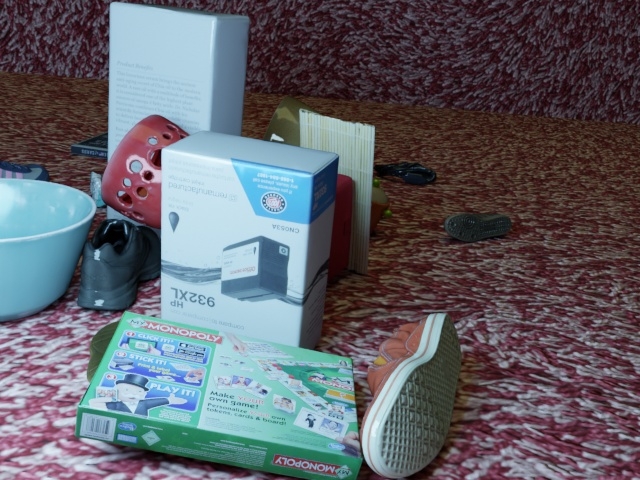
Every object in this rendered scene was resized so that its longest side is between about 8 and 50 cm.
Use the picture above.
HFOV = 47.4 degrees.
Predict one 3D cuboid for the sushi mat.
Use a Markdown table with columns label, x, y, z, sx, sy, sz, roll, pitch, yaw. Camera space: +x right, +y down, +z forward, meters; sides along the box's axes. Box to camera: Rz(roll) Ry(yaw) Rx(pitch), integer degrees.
| label | x | y | z | sx | sy | sz | roll | pitch | yaw |
| --- | --- | --- | --- | --- | --- | --- | --- | --- | --- |
| sushi mat | 0.026 | -0.084 | 1.365 | 0.151 | 0.316 | 0.019 | 15 | 34 | 21 |

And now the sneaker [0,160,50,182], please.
| label | x | y | z | sx | sy | sz | roll | pitch | yaw |
| --- | --- | --- | --- | --- | --- | --- | --- | --- | --- |
| sneaker | -0.715 | -0.148 | 1.595 | 0.112 | 0.131 | 0.319 | 12 | 21 | 17 |

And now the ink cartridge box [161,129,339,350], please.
| label | x | y | z | sx | sy | sz | roll | pitch | yaw |
| --- | --- | --- | --- | --- | --- | --- | --- | --- | --- |
| ink cartridge box | -0.107 | 0.016 | 1.062 | 0.223 | 0.307 | 0.129 | 11 | 23 | 14 |

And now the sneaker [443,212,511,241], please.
| label | x | y | z | sx | sy | sz | roll | pitch | yaw |
| --- | --- | --- | --- | --- | --- | --- | --- | --- | --- |
| sneaker | 0.352 | -0.032 | 1.693 | 0.188 | 0.066 | 0.071 | 1 | 3 | -28 |

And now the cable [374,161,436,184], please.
| label | x | y | z | sx | sy | sz | roll | pitch | yaw |
| --- | --- | --- | --- | --- | --- | --- | --- | --- | --- |
| cable | 0.250 | -0.208 | 2.139 | 0.184 | 0.047 | 0.150 | 8 | 20 | 8 |

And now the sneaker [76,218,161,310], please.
| label | x | y | z | sx | sy | sz | roll | pitch | yaw |
| --- | --- | --- | --- | --- | --- | --- | --- | --- | --- |
| sneaker | -0.337 | 0.015 | 1.261 | 0.109 | 0.130 | 0.286 | 3 | 19 | -1 |

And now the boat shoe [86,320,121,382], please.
| label | x | y | z | sx | sy | sz | roll | pitch | yaw |
| --- | --- | --- | --- | --- | --- | --- | --- | --- | --- |
| boat shoe | -0.284 | 0.163 | 0.992 | 0.056 | 0.049 | 0.152 | -13 | 25 | 2 |

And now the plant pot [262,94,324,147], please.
| label | x | y | z | sx | sy | sz | roll | pitch | yaw |
| --- | --- | --- | --- | --- | --- | --- | --- | --- | --- |
| plant pot | -0.009 | -0.217 | 1.893 | 0.254 | 0.237 | 0.237 | 24 | 22 | 4 |

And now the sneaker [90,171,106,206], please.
| label | x | y | z | sx | sy | sz | roll | pitch | yaw |
| --- | --- | --- | --- | --- | --- | --- | --- | --- | --- |
| sneaker | -0.490 | -0.121 | 1.688 | 0.076 | 0.065 | 0.166 | 2 | 22 | -21 |

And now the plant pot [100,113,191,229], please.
| label | x | y | z | sx | sy | sz | roll | pitch | yaw |
| --- | --- | --- | --- | --- | --- | --- | --- | --- | --- |
| plant pot | -0.269 | -0.103 | 1.310 | 0.174 | 0.191 | 0.191 | 32 | 24 | 3 |

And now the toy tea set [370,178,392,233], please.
| label | x | y | z | sx | sy | sz | roll | pitch | yaw |
| --- | --- | --- | --- | --- | --- | --- | --- | --- | --- |
| toy tea set | 0.016 | -0.133 | 1.659 | 0.336 | 0.124 | 0.200 | 21 | 21 | -8 |

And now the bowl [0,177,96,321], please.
| label | x | y | z | sx | sy | sz | roll | pitch | yaw |
| --- | --- | --- | --- | --- | --- | --- | --- | --- | --- |
| bowl | -0.515 | 0.019 | 1.151 | 0.311 | 0.163 | 0.311 | 5 | 21 | -2 |

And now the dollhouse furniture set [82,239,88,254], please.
| label | x | y | z | sx | sy | sz | roll | pitch | yaw |
| --- | --- | --- | --- | --- | --- | --- | --- | --- | --- |
| dollhouse furniture set | -0.476 | -0.049 | 1.433 | 0.182 | 0.101 | 0.161 | 1 | 21 | -11 |

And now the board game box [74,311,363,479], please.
| label | x | y | z | sx | sy | sz | roll | pitch | yaw |
| --- | --- | --- | --- | --- | --- | --- | --- | --- | --- |
| board game box | -0.112 | 0.187 | 0.899 | 0.317 | 0.046 | 0.213 | 13 | 21 | -6 |

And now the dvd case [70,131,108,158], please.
| label | x | y | z | sx | sy | sz | roll | pitch | yaw |
| --- | --- | --- | --- | --- | --- | --- | --- | --- | --- |
| dvd case | -0.588 | -0.279 | 2.133 | 0.179 | 0.029 | 0.238 | 9 | 20 | 10 |

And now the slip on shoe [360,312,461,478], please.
| label | x | y | z | sx | sy | sz | roll | pitch | yaw |
| --- | --- | --- | --- | --- | --- | --- | --- | --- | --- |
| slip on shoe | 0.108 | 0.195 | 0.946 | 0.101 | 0.123 | 0.331 | -15 | 14 | 24 |

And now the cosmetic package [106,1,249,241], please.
| label | x | y | z | sx | sy | sz | roll | pitch | yaw |
| --- | --- | --- | --- | --- | --- | --- | --- | --- | --- |
| cosmetic package | -0.290 | -0.232 | 1.469 | 0.230 | 0.453 | 0.161 | 13 | 20 | 16 |

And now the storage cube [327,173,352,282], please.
| label | x | y | z | sx | sy | sz | roll | pitch | yaw |
| --- | --- | --- | --- | --- | --- | --- | --- | --- | --- |
| storage cube | -0.068 | -0.016 | 1.311 | 0.184 | 0.215 | 0.193 | 16 | 29 | 25 |
